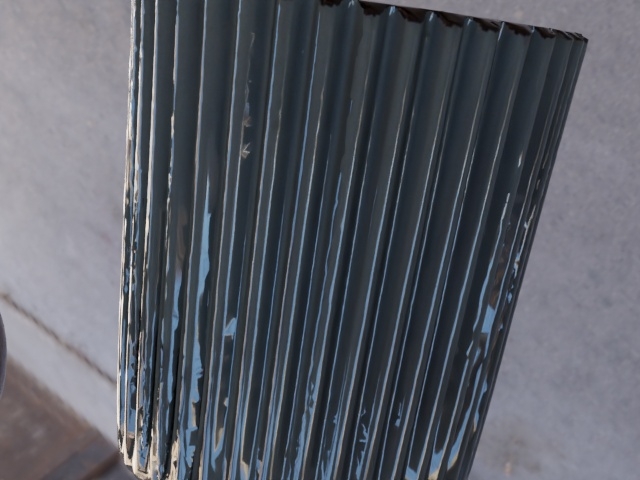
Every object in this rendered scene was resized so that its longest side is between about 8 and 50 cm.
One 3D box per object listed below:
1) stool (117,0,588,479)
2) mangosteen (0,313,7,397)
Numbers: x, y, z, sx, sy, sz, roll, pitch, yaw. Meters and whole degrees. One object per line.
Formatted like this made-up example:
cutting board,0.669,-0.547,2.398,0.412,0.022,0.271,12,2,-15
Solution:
stool,0.000,0.000,0.782,0.297,0.297,0.330,21,107,42
mangosteen,-0.336,0.069,0.838,0.215,0.215,0.257,42,142,18
